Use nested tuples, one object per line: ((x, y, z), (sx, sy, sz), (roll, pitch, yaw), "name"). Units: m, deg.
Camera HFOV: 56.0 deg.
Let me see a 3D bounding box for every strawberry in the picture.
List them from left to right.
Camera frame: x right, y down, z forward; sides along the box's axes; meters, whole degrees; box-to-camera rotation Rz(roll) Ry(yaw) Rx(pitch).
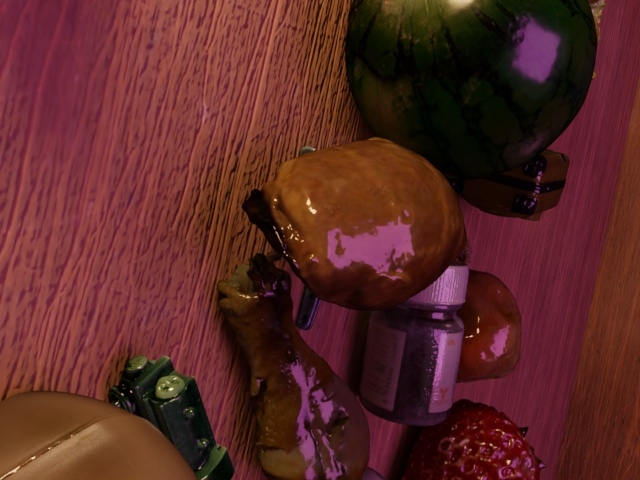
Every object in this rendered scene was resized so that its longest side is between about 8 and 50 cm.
((0.318, 0.504, 1.258), (0.310, 0.292, 0.291), (-64, 142, -30), "strawberry")

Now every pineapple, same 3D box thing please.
((0.316, 0.021, 1.330), (0.045, 0.019, 0.083), (-59, 137, -20), "pineapple")

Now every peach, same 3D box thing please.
((0.299, 0.169, 1.216), (0.214, 0.214, 0.235), (30, 58, -52), "peach")

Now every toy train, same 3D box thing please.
((-0.164, 0.204, 0.663), (0.071, 0.111, 0.170), (-42, 131, -45), "toy train")

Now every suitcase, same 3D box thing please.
((0.385, -0.126, 1.237), (0.235, 0.194, 0.143), (-12, 117, -51), "suitcase")

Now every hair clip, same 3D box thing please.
((0.000, 0.000, 0.879), (0.083, 0.048, 0.275), (-16, 113, -55), "hair clip")

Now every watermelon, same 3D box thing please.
((0.205, -0.250, 0.839), (0.363, 0.363, 0.363), (-19, 115, -50), "watermelon")

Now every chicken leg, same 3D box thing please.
((-0.037, 0.197, 0.824), (0.201, 0.153, 0.429), (-51, 130, -50), "chicken leg")

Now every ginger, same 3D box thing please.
((0.060, -0.021, 0.721), (0.223, 0.200, 0.269), (-38, 163, -2), "ginger")

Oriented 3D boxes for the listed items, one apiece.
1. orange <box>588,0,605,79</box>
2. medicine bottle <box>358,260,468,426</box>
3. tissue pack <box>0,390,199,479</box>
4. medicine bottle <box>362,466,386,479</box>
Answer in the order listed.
((0.511, -0.497, 1.301), (0.262, 0.196, 0.334), (-58, 146, -48), "orange")
((0.163, 0.164, 1.042), (0.165, 0.165, 0.273), (2, 98, -53), "medicine bottle")
((-0.208, 0.345, 0.507), (0.267, 0.277, 0.387), (-27, 119, -44), "tissue pack")
((0.004, 0.449, 0.929), (0.258, 0.143, 0.143), (0, 99, -53), "medicine bottle")
